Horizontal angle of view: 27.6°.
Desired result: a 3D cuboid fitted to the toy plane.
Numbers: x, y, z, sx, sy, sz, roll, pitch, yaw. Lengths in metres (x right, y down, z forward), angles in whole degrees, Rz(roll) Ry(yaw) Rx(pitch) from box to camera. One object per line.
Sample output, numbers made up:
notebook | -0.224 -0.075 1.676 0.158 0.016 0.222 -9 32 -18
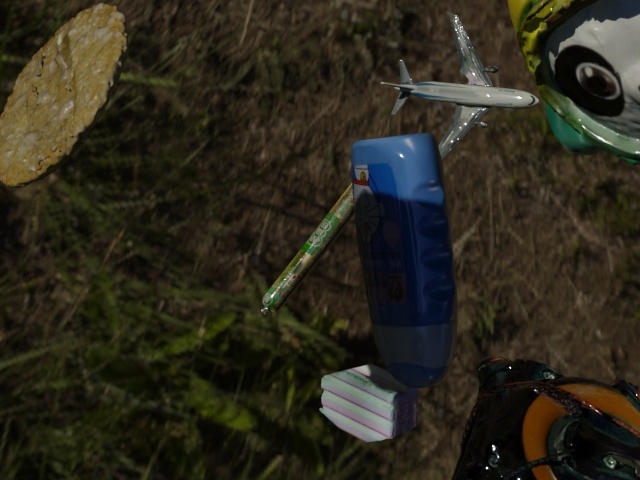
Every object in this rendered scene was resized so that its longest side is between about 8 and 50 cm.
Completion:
toy plane | 0.198 -0.205 1.821 0.226 0.058 0.226 9 92 20

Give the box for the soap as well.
soap | 0.067 0.232 1.863 0.149 0.056 0.100 20 115 44

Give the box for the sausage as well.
sausage | 0.000 0.000 1.890 0.033 0.033 0.269 39 86 -14

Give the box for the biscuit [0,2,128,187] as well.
biscuit | -0.268 -0.149 1.332 0.033 0.220 0.220 32 120 -34

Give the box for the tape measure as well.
tape measure | 0.216 0.209 1.102 0.223 0.202 0.135 23 132 4

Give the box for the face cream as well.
face cream | 0.089 0.023 1.354 0.083 0.149 0.264 -9 95 -22

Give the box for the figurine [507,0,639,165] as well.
figurine | 0.279 -0.156 0.944 0.323 0.231 0.340 -21 129 40
